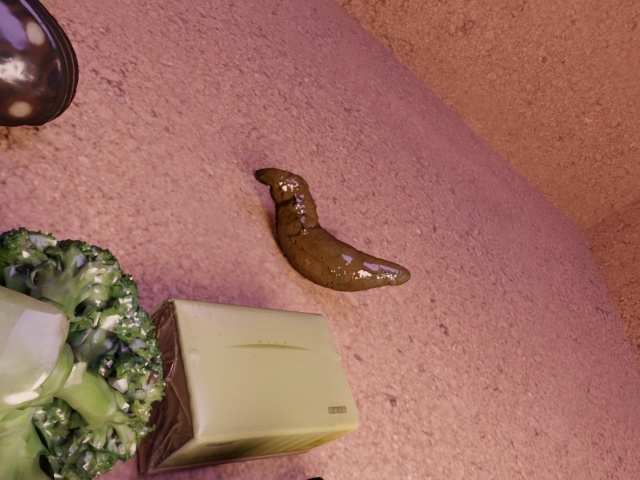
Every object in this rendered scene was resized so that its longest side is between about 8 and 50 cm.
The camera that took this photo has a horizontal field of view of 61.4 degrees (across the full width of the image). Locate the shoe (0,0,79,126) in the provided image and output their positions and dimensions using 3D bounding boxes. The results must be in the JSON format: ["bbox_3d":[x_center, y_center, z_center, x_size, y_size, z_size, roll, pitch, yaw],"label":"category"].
[{"bbox_3d":[-0.461,-0.232,0.545,0.384,0.171,0.237,34,29,-20],"label":"shoe"}]

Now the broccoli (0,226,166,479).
[{"bbox_3d":[-0.243,0.099,0.398,0.270,0.270,0.269,10,69,-27],"label":"broccoli"}]

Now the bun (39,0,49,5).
[{"bbox_3d":[-0.420,-0.431,0.744,0.160,0.259,0.259,23,39,-16],"label":"bun"}]

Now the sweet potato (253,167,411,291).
[{"bbox_3d":[-0.004,0.001,0.904,0.310,0.124,0.098,42,19,6],"label":"sweet potato"}]

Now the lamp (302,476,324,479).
[{"bbox_3d":[-0.031,0.349,0.429,0.374,0.205,0.272,22,36,-53],"label":"lamp"}]

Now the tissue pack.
[{"bbox_3d":[-0.086,0.166,0.629,0.234,0.125,0.159,15,46,-43],"label":"tissue pack"}]
